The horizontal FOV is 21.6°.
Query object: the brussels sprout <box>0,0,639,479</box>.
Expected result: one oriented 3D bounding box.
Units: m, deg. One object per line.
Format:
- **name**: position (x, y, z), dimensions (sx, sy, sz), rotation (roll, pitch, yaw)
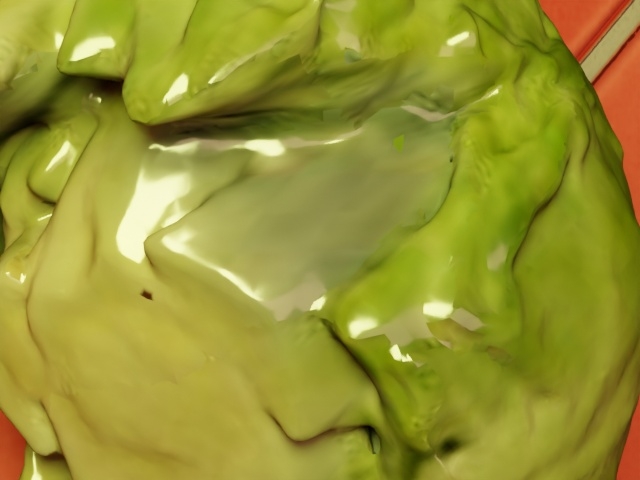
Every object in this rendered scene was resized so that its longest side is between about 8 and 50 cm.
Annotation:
- **brussels sprout**: position (0.001, -0.007, 0.948), dimensions (0.425, 0.342, 0.361), rotation (63, 37, -18)
